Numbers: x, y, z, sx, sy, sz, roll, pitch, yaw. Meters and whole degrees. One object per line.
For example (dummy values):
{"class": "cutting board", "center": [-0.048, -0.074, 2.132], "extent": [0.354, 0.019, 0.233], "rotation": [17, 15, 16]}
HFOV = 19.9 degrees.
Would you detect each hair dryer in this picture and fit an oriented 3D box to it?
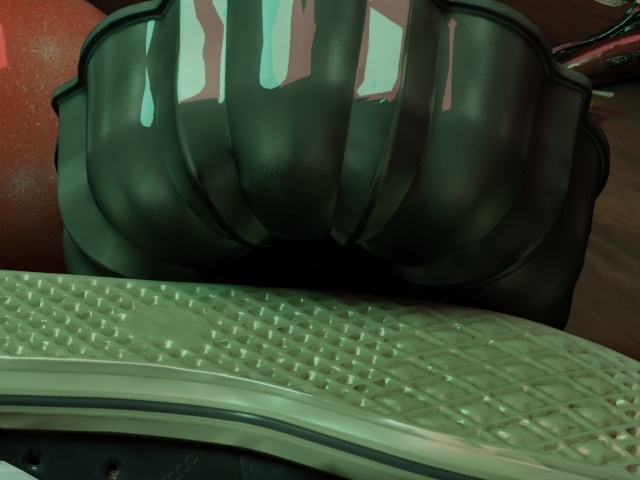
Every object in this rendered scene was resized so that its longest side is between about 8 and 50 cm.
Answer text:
{"class": "hair dryer", "center": [0.316, -0.171, 1.648], "extent": [0.223, 0.080, 0.293], "rotation": [-41, 27, -26]}

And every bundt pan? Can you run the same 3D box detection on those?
{"class": "bundt pan", "center": [0.000, 0.000, 1.034], "extent": [0.331, 0.331, 0.124], "rotation": [-5, 51, 14]}

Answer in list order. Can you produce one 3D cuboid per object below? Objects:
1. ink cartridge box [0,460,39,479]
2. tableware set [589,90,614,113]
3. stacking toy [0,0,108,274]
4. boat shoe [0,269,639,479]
{"class": "ink cartridge box", "center": [-0.158, 0.188, 0.758], "extent": [0.066, 0.189, 0.232], "rotation": [15, 2, -43]}
{"class": "tableware set", "center": [0.170, -0.101, 1.572], "extent": [0.154, 0.024, 0.104], "rotation": [-21, 20, -23]}
{"class": "stacking toy", "center": [-0.160, -0.045, 1.318], "extent": [0.480, 0.350, 0.350], "rotation": [10, 22, 1]}
{"class": "boat shoe", "center": [-0.016, 0.121, 0.917], "extent": [0.500, 0.156, 0.187], "rotation": [5, 18, 9]}
